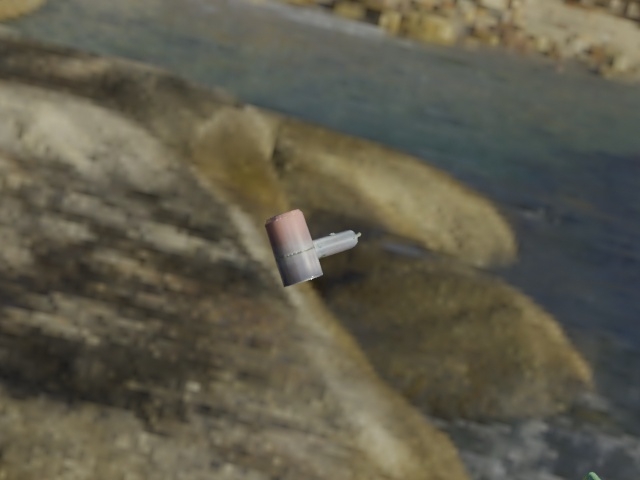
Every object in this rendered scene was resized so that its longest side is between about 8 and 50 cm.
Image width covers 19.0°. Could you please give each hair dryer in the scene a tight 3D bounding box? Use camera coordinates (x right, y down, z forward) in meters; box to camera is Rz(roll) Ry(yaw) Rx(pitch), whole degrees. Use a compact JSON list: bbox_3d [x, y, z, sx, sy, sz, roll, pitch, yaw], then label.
[{"bbox_3d":[0.000,0.000,1.722,0.037,0.063,0.114,-19,-2,40],"label":"hair dryer"}]

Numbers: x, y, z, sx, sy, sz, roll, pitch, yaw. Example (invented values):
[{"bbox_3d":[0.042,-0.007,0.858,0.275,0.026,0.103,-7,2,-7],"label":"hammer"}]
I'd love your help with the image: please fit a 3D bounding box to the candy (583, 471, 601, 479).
[{"bbox_3d":[0.246,0.239,1.274,0.078,0.084,0.288,26,13,-33],"label":"candy"}]
